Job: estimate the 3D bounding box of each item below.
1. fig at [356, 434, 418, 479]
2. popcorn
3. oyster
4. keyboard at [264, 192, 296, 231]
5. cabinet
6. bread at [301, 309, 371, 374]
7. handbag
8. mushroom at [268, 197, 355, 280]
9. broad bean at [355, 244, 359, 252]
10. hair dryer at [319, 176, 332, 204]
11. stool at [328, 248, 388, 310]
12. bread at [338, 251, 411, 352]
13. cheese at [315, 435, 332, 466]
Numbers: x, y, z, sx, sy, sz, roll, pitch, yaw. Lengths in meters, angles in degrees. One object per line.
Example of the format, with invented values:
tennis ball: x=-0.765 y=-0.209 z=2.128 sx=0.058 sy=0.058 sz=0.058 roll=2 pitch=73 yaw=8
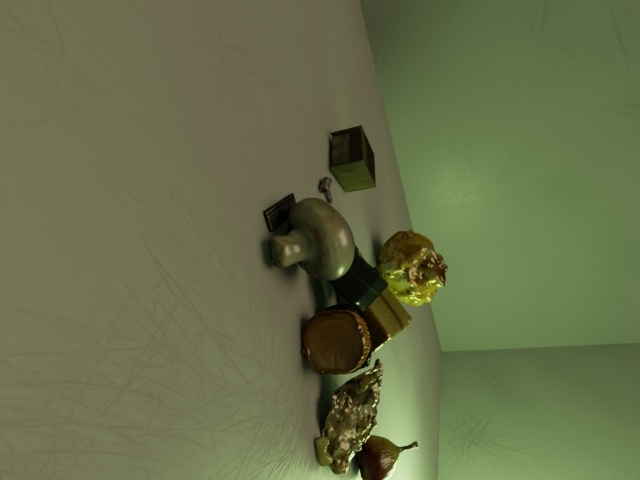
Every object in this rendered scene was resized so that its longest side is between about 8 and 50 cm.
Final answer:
fig: x=0.226 y=0.762 z=1.450 sx=0.230 sy=0.143 sz=0.160 roll=-20 pitch=95 yaw=-39
popcorn: x=0.452 y=0.141 z=2.077 sx=0.390 sy=0.344 sz=0.354 roll=-104 pitch=-143 yaw=-64
oyster: x=0.110 y=0.538 z=1.252 sx=0.351 sy=0.114 sz=0.238 roll=-63 pitch=144 yaw=-19
keyboard: x=-0.110 y=-0.086 z=1.176 sx=0.204 sy=0.013 sz=0.061 roll=-48 pitch=126 yaw=-63
cabinet: x=0.135 y=-0.337 z=1.703 sx=0.215 sy=0.148 sz=0.175 roll=48 pitch=38 yaw=-60
bread: x=0.049 y=0.294 z=1.175 sx=0.104 sy=0.199 sz=0.199 roll=27 pitch=56 yaw=-63
handbag: x=0.085 y=0.318 z=1.304 sx=0.169 sy=0.155 sz=0.216 roll=38 pitch=41 yaw=-64
mushroom: x=-0.035 y=0.011 z=1.115 sx=0.243 sy=0.243 sz=0.244 roll=-9 pitch=90 yaw=-68
broad bean: x=0.137 y=0.087 z=1.670 sx=0.061 sy=0.046 sz=0.195 roll=56 pitch=34 yaw=-50
hair dryer: x=0.028 y=-0.177 z=1.530 sx=0.063 sy=0.037 sz=0.114 roll=-72 pitch=153 yaw=-45
stool: x=0.106 y=0.112 z=1.344 sx=0.232 sy=0.141 sz=0.232 roll=44 pitch=1 yaw=-1
bread: x=0.145 y=0.251 z=1.571 sx=0.362 sy=0.245 sz=0.233 roll=55 pitch=32 yaw=14
cheese: x=0.011 y=0.604 z=1.159 sx=0.030 sy=0.044 sz=0.083 roll=-22 pitch=100 yaw=-84
